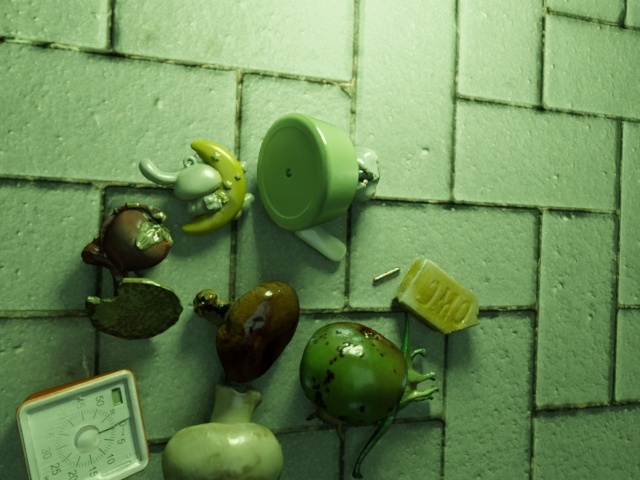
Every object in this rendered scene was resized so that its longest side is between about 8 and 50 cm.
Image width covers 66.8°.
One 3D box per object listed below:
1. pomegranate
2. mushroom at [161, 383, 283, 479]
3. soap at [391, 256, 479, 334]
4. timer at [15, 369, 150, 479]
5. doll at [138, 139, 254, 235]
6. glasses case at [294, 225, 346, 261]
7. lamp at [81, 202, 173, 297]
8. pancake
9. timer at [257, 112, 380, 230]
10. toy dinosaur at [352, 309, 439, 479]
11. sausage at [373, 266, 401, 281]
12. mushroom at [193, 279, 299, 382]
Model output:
[{"bbox_3d":[0.062,0.374,1.280,0.291,0.291,0.323,39,89,-13],"label":"pomegranate"},{"bbox_3d":[-0.240,0.515,1.221,0.298,0.297,0.289,11,51,-16],"label":"mushroom"},{"bbox_3d":[0.358,0.186,1.457,0.258,0.080,0.160,36,81,-13],"label":"soap"},{"bbox_3d":[-0.555,0.459,1.158,0.250,0.161,0.257,-11,93,-25],"label":"timer"},{"bbox_3d":[-0.301,-0.139,1.252,0.252,0.111,0.237,-26,113,-16],"label":"doll"},{"bbox_3d":[0.000,0.000,1.372,0.164,0.041,0.063,35,83,-14],"label":"glasses case"},{"bbox_3d":[-0.452,0.021,1.199,0.223,0.151,0.215,-31,99,26],"label":"lamp"},{"bbox_3d":[-0.452,0.172,1.186,0.235,0.029,0.211,-22,133,9],"label":"pancake"},{"bbox_3d":[0.037,-0.178,1.296,0.316,0.291,0.290,-6,92,-40],"label":"timer"},{"bbox_3d":[0.189,0.442,1.417,0.301,0.087,0.446,-13,92,-9],"label":"toy dinosaur"},{"bbox_3d":[0.198,0.100,1.444,0.100,0.015,0.015,-23,96,-15],"label":"sausage"},{"bbox_3d":[-0.166,0.209,1.257,0.268,0.267,0.254,-20,62,-15],"label":"mushroom"}]
